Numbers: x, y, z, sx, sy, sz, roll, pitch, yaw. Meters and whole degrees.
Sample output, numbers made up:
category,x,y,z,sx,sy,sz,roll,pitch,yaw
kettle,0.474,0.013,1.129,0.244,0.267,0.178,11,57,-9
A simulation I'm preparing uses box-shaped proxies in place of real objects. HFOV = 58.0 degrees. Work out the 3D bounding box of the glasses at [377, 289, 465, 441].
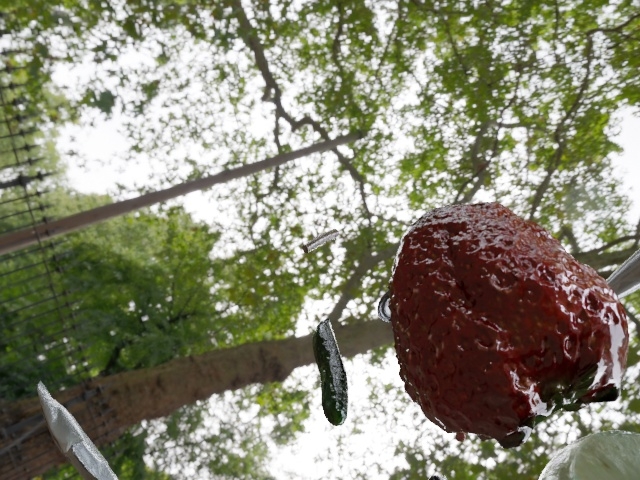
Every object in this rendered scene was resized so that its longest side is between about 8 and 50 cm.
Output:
category,x,y,z,sx,sy,sz,roll,pitch,yaw
glasses,0.225,0.225,1.115,0.234,0.118,0.268,58,3,-36

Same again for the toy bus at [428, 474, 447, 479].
category,x,y,z,sx,sy,sz,roll,pitch,yaw
toy bus,0.196,0.542,1.158,0.076,0.167,0.073,57,6,13

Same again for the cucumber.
category,x,y,z,sx,sy,sz,roll,pitch,yaw
cucumber,0.018,0.225,1.010,0.284,0.056,0.056,-100,-174,-65

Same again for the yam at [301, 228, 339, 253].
category,x,y,z,sx,sy,sz,roll,pitch,yaw
yam,0.000,0.000,1.657,0.032,0.145,0.032,18,-59,34

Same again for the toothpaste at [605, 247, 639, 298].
category,x,y,z,sx,sy,sz,roll,pitch,yaw
toothpaste,0.595,0.062,1.094,0.066,0.323,0.100,53,6,22

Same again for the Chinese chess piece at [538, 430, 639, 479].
category,x,y,z,sx,sy,sz,roll,pitch,yaw
Chinese chess piece,0.458,0.436,0.786,0.349,0.349,0.146,45,-49,31

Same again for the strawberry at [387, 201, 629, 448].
category,x,y,z,sx,sy,sz,roll,pitch,yaw
strawberry,0.197,0.080,0.670,0.257,0.257,0.277,-41,-116,55

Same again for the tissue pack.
category,x,y,z,sx,sy,sz,roll,pitch,yaw
tissue pack,-0.250,0.227,0.611,0.193,0.026,0.122,10,-50,53
